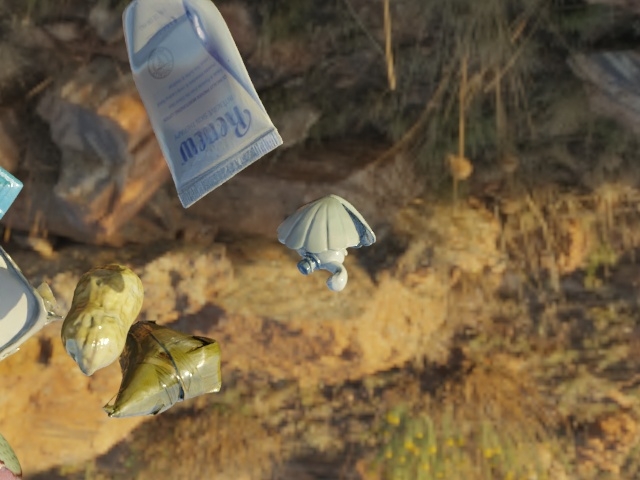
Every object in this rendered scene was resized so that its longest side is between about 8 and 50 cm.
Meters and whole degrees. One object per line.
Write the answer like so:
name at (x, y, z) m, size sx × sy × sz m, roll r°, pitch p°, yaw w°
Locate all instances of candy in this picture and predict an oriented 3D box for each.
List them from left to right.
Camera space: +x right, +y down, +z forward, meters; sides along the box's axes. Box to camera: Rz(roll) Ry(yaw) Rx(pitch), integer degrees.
candy at (-0.439, 0.064, 1.338) m, size 0.195 × 0.185 × 0.137 m, roll 54°, pitch 166°, yaw -18°
candy at (-0.365, 0.231, 1.199) m, size 0.043 × 0.103 × 0.103 m, roll -35°, pitch 158°, yaw -7°

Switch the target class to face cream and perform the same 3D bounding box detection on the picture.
face cream at (-0.235, -0.296, 1.998) m, size 0.234 × 0.420 × 0.137 m, roll -31°, pitch 164°, yaw 24°

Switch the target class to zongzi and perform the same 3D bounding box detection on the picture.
zongzi at (-0.360, 0.247, 2.079) m, size 0.260 × 0.123 × 0.289 m, roll 14°, pitch -156°, yaw 41°

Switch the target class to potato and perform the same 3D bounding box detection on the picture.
potato at (-0.517, 0.114, 2.078) m, size 0.036 × 0.037 × 0.093 m, roll -27°, pitch 162°, yaw -17°

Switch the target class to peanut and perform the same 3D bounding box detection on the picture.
peanut at (-0.230, 0.077, 1.171) m, size 0.080 × 0.174 × 0.080 m, roll 1°, pitch 118°, yaw 1°

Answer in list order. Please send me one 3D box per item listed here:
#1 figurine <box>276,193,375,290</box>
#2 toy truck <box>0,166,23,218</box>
figurine at (0.000, 0.000, 1.066) m, size 0.094 × 0.086 × 0.082 m, roll 10°, pitch 136°, yaw 24°
toy truck at (-0.685, -0.155, 1.827) m, size 0.385 × 0.161 × 0.162 m, roll 41°, pitch 163°, yaw -27°
